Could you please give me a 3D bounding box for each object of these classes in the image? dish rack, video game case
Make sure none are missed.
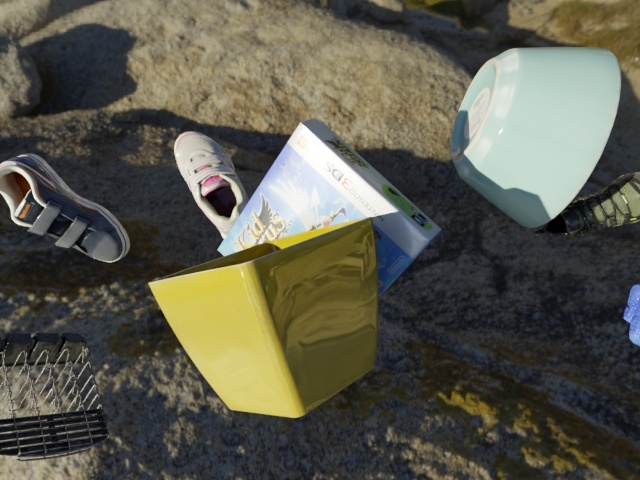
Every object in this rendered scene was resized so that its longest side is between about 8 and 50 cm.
[{"bbox_3d":[-0.492,0.269,0.972,0.208,0.074,0.271,6,35,-42],"label":"dish rack"},{"bbox_3d":[0.000,0.000,0.833,0.244,0.269,0.061,44,31,10],"label":"video game case"}]

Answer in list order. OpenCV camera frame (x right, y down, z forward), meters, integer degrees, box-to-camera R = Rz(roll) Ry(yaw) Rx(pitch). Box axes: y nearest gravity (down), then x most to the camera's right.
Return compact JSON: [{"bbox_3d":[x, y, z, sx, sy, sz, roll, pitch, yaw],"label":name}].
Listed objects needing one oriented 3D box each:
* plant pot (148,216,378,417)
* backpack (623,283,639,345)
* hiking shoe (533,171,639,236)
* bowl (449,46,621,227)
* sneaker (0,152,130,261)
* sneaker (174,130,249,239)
[{"bbox_3d":[-0.048,0.099,0.694,0.212,0.187,0.212,-12,7,46],"label":"plant pot"},{"bbox_3d":[0.603,0.137,0.988,0.098,0.120,0.101,-5,17,-29],"label":"backpack"},{"bbox_3d":[0.487,-0.046,0.975,0.114,0.227,0.086,-26,84,-27],"label":"hiking shoe"},{"bbox_3d":[0.327,-0.192,0.928,0.163,0.311,0.311,17,44,-5],"label":"bowl"},{"bbox_3d":[-0.580,-0.053,1.224,0.321,0.126,0.127,40,23,-6],"label":"sneaker"},{"bbox_3d":[-0.200,-0.113,1.054,0.103,0.111,0.252,-34,78,-6],"label":"sneaker"}]
